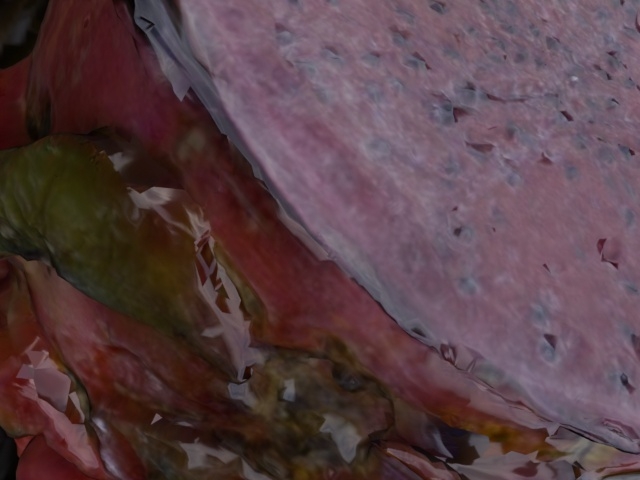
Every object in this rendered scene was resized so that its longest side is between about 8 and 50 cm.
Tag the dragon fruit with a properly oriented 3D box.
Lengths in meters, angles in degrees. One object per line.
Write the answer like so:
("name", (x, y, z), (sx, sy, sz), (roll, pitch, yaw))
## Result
("dragon fruit", (0.000, 0.000, 0.510), (0.314, 0.263, 0.296), (46, 44, 2))
